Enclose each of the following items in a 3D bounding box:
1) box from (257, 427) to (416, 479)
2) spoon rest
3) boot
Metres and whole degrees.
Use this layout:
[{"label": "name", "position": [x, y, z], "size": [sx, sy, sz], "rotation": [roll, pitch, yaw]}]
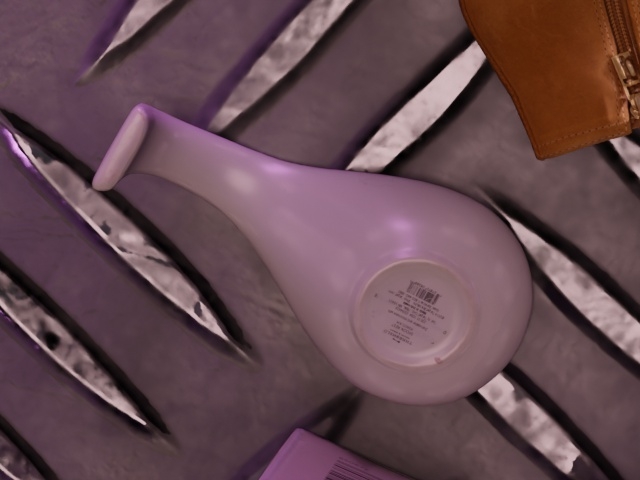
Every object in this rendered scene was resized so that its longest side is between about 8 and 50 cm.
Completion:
[{"label": "box", "position": [-0.030, 0.289, 1.075], "size": [0.121, 0.148, 0.311], "rotation": [24, 101, 5]}, {"label": "spoon rest", "position": [0.000, 0.000, 1.065], "size": [0.276, 0.084, 0.137], "rotation": [30, 104, -11]}, {"label": "boot", "position": [0.217, -0.180, 0.989], "size": [0.295, 0.104, 0.211], "rotation": [-24, 101, 15]}]
